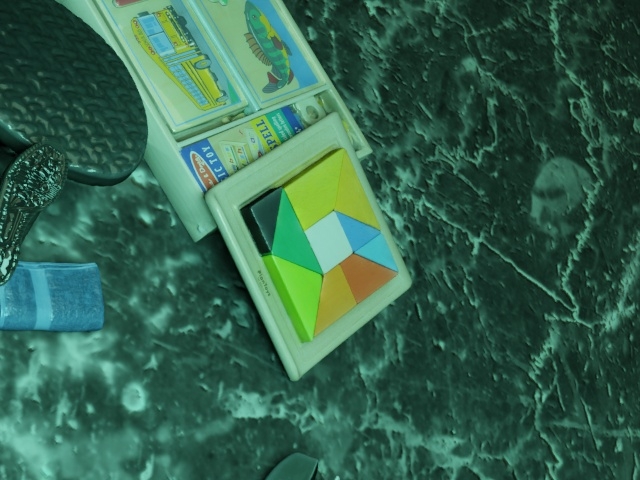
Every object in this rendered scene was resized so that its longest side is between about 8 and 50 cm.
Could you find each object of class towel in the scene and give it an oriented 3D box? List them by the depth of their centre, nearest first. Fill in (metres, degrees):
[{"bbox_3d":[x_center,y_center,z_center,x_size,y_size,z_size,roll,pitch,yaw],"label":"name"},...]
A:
[{"bbox_3d":[-0.256,0.051,1.197,0.119,0.029,0.067,5,64,-39],"label":"towel"}]

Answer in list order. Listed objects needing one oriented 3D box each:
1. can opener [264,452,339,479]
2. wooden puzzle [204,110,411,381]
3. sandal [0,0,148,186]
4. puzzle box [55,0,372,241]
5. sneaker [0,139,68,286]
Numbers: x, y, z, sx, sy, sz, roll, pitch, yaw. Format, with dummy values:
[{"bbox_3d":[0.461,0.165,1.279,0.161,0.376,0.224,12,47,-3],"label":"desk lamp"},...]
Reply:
[{"bbox_3d":[-0.049,0.324,1.201,0.093,0.074,0.280,18,45,11],"label":"can opener"},{"bbox_3d":[0.000,0.000,1.386,0.239,0.044,0.221,-38,109,-44],"label":"wooden puzzle"},{"bbox_3d":[-0.355,-0.193,1.217,0.446,0.107,0.167,35,48,-3],"label":"sandal"},{"bbox_3d":[-0.138,-0.222,1.437,0.272,0.052,0.409,-29,86,-45],"label":"puzzle box"},{"bbox_3d":[-0.284,-0.009,1.132,0.051,0.089,0.170,33,68,-28],"label":"sneaker"}]
